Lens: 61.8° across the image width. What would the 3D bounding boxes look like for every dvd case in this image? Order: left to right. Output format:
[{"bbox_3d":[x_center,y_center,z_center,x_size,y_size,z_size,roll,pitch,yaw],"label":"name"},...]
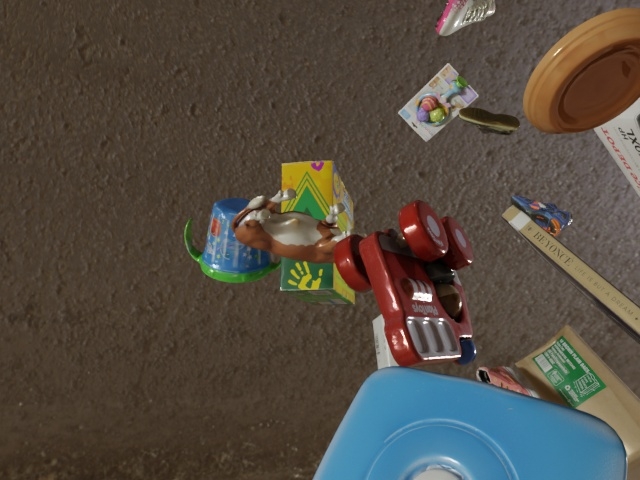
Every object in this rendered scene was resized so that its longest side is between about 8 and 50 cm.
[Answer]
[{"bbox_3d":[0.251,0.068,0.421,0.018,0.221,0.164,-48,135,12],"label":"dvd case"}]

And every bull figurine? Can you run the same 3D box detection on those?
[{"bbox_3d":[-0.026,-0.015,1.113,0.310,0.101,0.188,8,153,-17],"label":"bull figurine"}]

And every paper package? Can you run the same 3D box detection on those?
[{"bbox_3d":[0.673,0.407,1.285,0.168,0.325,0.309,-41,135,12],"label":"paper package"}]

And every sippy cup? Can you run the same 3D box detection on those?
[{"bbox_3d":[-0.268,-0.012,1.737,0.306,0.240,0.224,-6,117,-30],"label":"sippy cup"}]

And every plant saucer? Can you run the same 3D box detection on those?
[{"bbox_3d":[0.385,-0.221,0.746,0.200,0.037,0.200,-12,145,-8],"label":"plant saucer"}]

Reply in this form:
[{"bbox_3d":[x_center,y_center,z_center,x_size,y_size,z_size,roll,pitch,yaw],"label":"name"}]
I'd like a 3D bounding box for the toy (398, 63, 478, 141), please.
[{"bbox_3d":[0.358,-0.419,1.674,0.137,0.056,0.237,45,132,-4],"label":"toy"}]

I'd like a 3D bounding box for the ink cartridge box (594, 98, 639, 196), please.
[{"bbox_3d":[0.679,-0.145,0.884,0.166,0.395,0.285,-40,105,6],"label":"ink cartridge box"}]

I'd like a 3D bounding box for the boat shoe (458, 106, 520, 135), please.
[{"bbox_3d":[0.410,-0.287,1.317,0.152,0.056,0.049,13,142,0],"label":"boat shoe"}]

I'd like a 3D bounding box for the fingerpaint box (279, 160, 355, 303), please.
[{"bbox_3d":[0.000,0.000,1.683,0.163,0.371,0.445,-2,168,11],"label":"fingerpaint box"}]

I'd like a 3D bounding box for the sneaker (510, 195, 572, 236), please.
[{"bbox_3d":[0.611,-0.073,1.494,0.087,0.221,0.083,-18,119,-11],"label":"sneaker"}]

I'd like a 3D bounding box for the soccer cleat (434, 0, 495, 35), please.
[{"bbox_3d":[0.455,-0.710,1.622,0.143,0.331,0.116,29,145,3],"label":"soccer cleat"}]

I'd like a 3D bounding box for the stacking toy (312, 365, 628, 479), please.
[{"bbox_3d":[0.120,0.242,0.389,0.165,0.175,0.302,-59,138,-30],"label":"stacking toy"}]

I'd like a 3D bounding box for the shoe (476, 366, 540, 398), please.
[{"bbox_3d":[0.417,0.340,1.195,0.081,0.178,0.063,5,108,-11],"label":"shoe"}]

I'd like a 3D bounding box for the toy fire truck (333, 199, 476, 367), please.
[{"bbox_3d":[0.172,0.092,0.908,0.169,0.253,0.302,-28,155,28],"label":"toy fire truck"}]

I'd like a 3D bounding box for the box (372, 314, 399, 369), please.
[{"bbox_3d":[0.261,0.346,1.832,0.119,0.181,0.182,-4,163,-8],"label":"box"}]
